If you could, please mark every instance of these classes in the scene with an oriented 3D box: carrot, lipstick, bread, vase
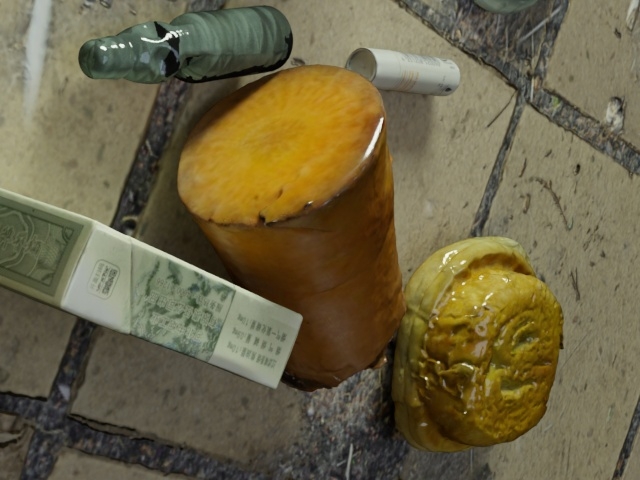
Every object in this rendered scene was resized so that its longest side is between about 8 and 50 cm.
[{"bbox_3d":[0.000,0.000,1.397,0.196,0.196,0.254,-50,139,-26],"label":"carrot"},{"bbox_3d":[0.084,-0.164,1.563,0.141,0.040,0.040,-1,103,-50],"label":"lipstick"},{"bbox_3d":[0.162,0.114,1.684,0.198,0.120,0.236,-7,107,-46],"label":"bread"},{"bbox_3d":[-0.114,-0.158,1.321,0.211,0.060,0.060,-15,114,-45],"label":"vase"}]

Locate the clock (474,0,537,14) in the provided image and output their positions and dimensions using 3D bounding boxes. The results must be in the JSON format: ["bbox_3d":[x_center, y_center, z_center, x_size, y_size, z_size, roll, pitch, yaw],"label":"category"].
[{"bbox_3d":[0.217,-0.349,1.648,0.236,0.053,0.236,-17,114,-45],"label":"clock"}]

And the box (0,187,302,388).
[{"bbox_3d":[-0.155,0.037,1.254,0.256,0.164,0.069,28,82,-50],"label":"box"}]
